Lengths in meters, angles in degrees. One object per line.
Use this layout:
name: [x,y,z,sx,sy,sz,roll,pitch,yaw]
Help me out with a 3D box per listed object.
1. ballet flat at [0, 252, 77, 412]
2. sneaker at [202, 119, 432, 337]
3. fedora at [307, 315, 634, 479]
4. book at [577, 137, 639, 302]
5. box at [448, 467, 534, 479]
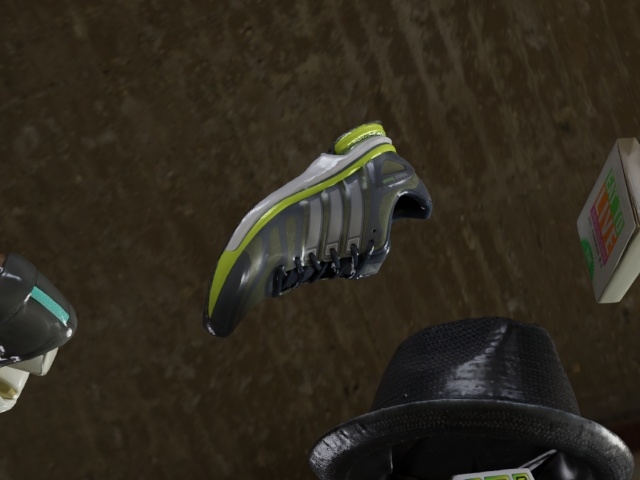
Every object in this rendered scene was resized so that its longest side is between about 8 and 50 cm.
ballet flat: [-0.266,0.090,1.037,0.096,0.095,0.280,31,-29,-19]
sneaker: [0.000,0.000,1.336,0.121,0.300,0.111,41,-26,12]
fedora: [0.147,0.172,1.318,0.334,0.152,0.334,5,-29,3]
book: [0.280,-0.017,1.246,0.035,0.096,0.144,-4,-31,-8]
box: [0.043,0.194,0.524,0.036,0.114,0.207,0,-41,-30]
